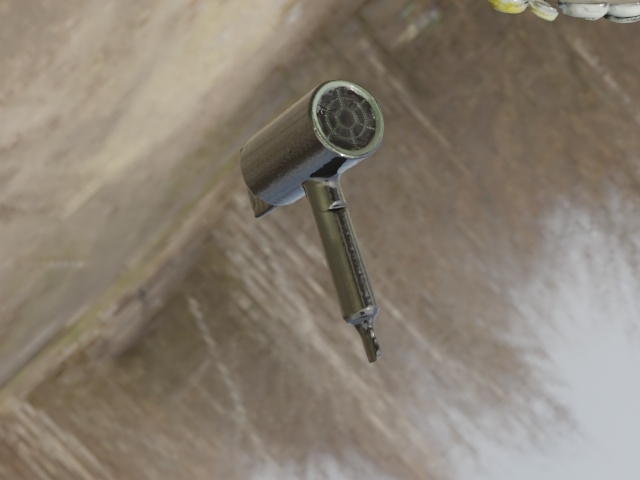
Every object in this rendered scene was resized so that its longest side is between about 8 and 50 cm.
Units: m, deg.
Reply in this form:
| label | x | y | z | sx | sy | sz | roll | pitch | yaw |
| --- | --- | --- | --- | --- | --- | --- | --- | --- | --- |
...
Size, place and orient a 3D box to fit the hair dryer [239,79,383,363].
| label | x | y | z | sx | sy | sz | roll | pitch | yaw |
| --- | --- | --- | --- | --- | --- | --- | --- | --- | --- |
| hair dryer | 0.000 | 0.000 | 1.489 | 0.078 | 0.248 | 0.195 | -9 | 168 | -32 |

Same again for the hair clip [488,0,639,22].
| label | x | y | z | sx | sy | sz | roll | pitch | yaw |
| --- | --- | --- | --- | --- | --- | --- | --- | --- | --- |
| hair clip | 0.163 | -0.205 | 1.234 | 0.116 | 0.172 | 0.049 | -111 | -147 | -54 |
